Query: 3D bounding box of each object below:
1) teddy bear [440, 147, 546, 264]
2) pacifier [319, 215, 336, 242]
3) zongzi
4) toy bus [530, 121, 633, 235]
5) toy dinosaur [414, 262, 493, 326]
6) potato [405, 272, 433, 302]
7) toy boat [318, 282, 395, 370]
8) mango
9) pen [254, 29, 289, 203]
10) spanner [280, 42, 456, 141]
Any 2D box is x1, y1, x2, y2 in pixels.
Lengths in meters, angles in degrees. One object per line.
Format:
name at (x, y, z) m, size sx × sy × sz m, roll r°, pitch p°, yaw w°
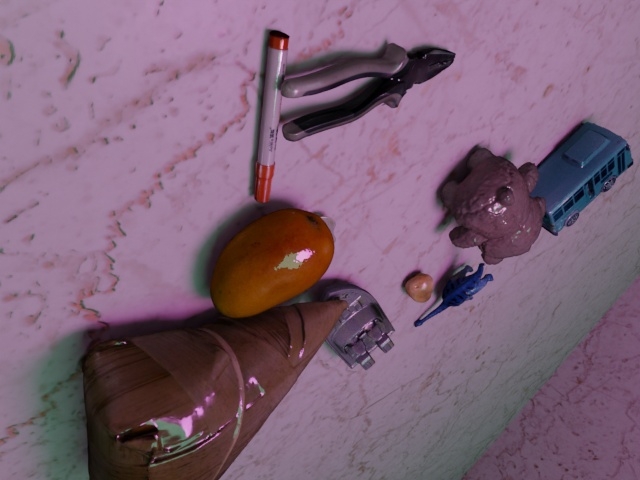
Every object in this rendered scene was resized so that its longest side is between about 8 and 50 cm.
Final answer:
teddy bear at (0.377, -0.067, 0.981) m, size 0.236 × 0.151 × 0.267 m, roll -48°, pitch 139°, yaw 11°
pacifier at (0.000, 0.000, 0.800) m, size 0.068 × 0.064 × 0.083 m, roll -16°, pitch 133°, yaw -16°
zongzi at (-0.173, 0.352, 0.851) m, size 0.466 × 0.218 × 0.500 m, roll -7°, pitch 129°, yaw -35°
toy bus at (0.611, -0.154, 1.116) m, size 0.256 × 0.128 × 0.147 m, roll -45°, pitch 139°, yaw 6°
toy dinosaur at (0.361, 0.122, 1.187) m, size 0.144 × 0.076 × 0.329 m, roll -23°, pitch 158°, yaw -35°
potato at (0.239, 0.114, 1.103) m, size 0.068 × 0.062 × 0.083 m, roll -18°, pitch 118°, yaw 15°
toy boat at (0.072, 0.182, 1.001) m, size 0.141 × 0.092 × 0.320 m, roll -40°, pitch 140°, yaw -5°
mango at (-0.081, 0.037, 0.724) m, size 0.221 × 0.120 × 0.152 m, roll -31°, pitch 141°, yaw -2°
pen at (-0.070, -0.157, 0.631) m, size 0.028 × 0.028 × 0.239 m, roll -13°, pitch 132°, yaw -31°
spanner at (0.081, -0.228, 0.672) m, size 0.324 × 0.040 × 0.096 m, roll -27°, pitch 142°, yaw -26°
